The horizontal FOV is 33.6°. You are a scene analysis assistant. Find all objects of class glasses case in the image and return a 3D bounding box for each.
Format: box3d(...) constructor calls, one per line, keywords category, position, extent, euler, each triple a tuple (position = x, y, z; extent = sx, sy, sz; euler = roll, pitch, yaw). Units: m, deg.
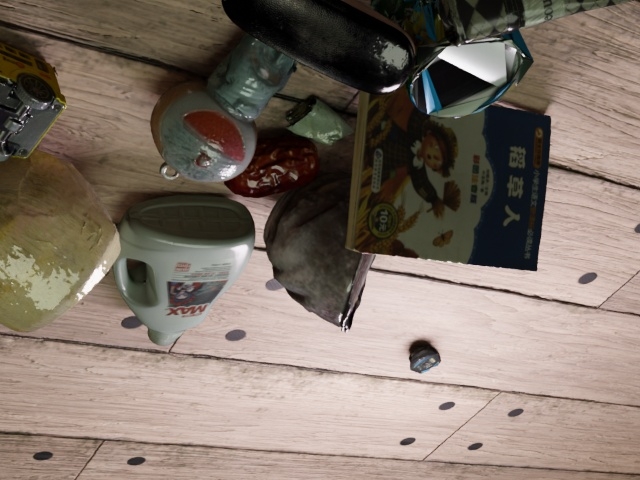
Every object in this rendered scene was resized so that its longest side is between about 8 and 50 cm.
box3d(category="glasses case", position=(-0.004, -0.323, 1.595), extent=(0.314, 0.075, 0.122), euler=(27, 132, 0))

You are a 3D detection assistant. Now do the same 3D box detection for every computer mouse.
box3d(category="computer mouse", position=(0.256, 0.291, 2.621), extent=(0.079, 0.047, 0.135), euler=(-31, 150, 10))

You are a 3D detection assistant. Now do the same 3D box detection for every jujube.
box3d(category="jujube", position=(-0.089, -0.132, 1.889), extent=(0.176, 0.112, 0.109), euler=(-10, 144, -14))

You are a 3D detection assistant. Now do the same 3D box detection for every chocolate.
box3d(category="chocolate", position=(0.000, 0.000, 1.984), extent=(0.213, 0.303, 0.303), euler=(20, 142, 8))

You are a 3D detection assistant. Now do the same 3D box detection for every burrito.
box3d(category="burrito", position=(0.000, -0.205, 1.877), extent=(0.118, 0.044, 0.074), euler=(27, 124, -39))

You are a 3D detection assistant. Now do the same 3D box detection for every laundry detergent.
box3d(category="laundry detergent", position=(-0.294, 0.077, 2.087), extent=(0.264, 0.125, 0.398), euler=(0, 143, -22))

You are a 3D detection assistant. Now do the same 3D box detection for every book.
box3d(category="book", position=(0.240, -0.108, 1.901), extent=(0.428, 0.300, 0.039), euler=(6, 178, -32))

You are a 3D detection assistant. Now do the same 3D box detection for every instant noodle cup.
box3d(category="instant noodle cup", position=(0.207, -0.317, 1.691), extent=(0.240, 0.178, 0.240), euler=(-10, 144, -7))

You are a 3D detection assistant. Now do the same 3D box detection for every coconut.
box3d(category="coconut", position=(-0.500, -0.013, 1.752), extent=(0.297, 0.297, 0.254), euler=(-30, 116, 20))

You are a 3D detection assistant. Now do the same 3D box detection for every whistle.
box3d(category="whistle", position=(-0.147, -0.221, 1.707), extent=(0.189, 0.189, 0.348), euler=(27, 113, -42))

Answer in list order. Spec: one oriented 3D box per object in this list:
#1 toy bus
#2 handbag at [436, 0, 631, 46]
box3d(category="toy bus", position=(-0.550, -0.243, 1.547), extent=(0.330, 0.152, 0.144), euler=(20, 126, -41))
box3d(category="handbag", position=(0.345, -0.473, 1.472), extent=(0.416, 0.180, 0.317), euler=(-14, 103, 1))
